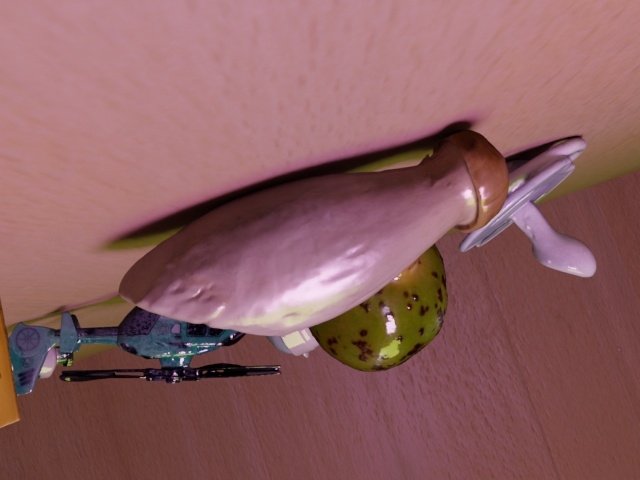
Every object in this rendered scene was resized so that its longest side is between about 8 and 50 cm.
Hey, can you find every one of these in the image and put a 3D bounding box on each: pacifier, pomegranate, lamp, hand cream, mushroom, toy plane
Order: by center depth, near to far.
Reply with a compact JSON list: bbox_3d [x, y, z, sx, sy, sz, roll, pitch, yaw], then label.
[{"bbox_3d":[0.000,0.000,0.512,0.350,0.128,0.128,-22,175,-8],"label":"mushroom"},{"bbox_3d":[0.076,0.068,0.823,0.231,0.231,0.286,-18,167,-1],"label":"pomegranate"},{"bbox_3d":[-0.250,0.137,0.859,0.381,0.155,0.106,1,169,-18],"label":"toy plane"},{"bbox_3d":[0.333,-0.028,0.873,0.227,0.207,0.279,-40,166,22],"label":"pacifier"},{"bbox_3d":[-0.068,0.102,0.984,0.108,0.179,0.246,-22,155,0],"label":"lamp"},{"bbox_3d":[-0.609,0.227,1.019,0.336,0.076,0.121,-5,165,-39],"label":"hand cream"}]

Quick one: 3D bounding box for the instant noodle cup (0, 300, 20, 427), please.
[{"bbox_3d":[-0.252,0.070,0.337,0.151,0.122,0.151,-18,177,-1],"label":"instant noodle cup"}]
